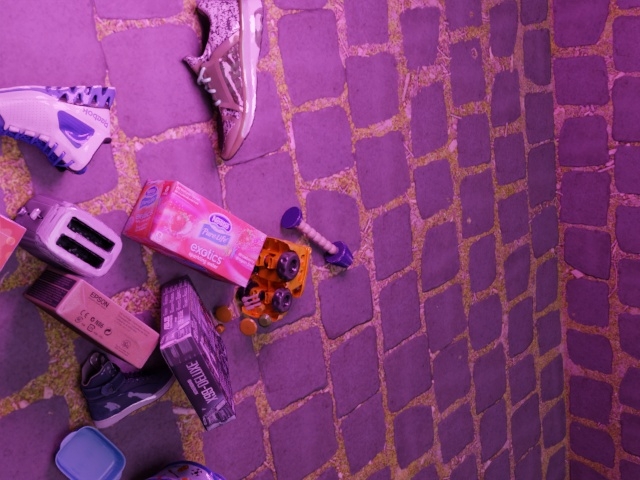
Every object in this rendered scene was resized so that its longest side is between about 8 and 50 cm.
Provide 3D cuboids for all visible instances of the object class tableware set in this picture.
[{"bbox_3d":[-0.209,0.204,1.698,0.024,0.154,0.104,-48,117,-75],"label":"tableware set"}]

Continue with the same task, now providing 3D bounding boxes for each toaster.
[{"bbox_3d":[-0.522,0.001,1.359,0.227,0.146,0.129,43,68,-38],"label":"toaster"}]

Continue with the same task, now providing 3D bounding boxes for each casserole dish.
[{"bbox_3d":[-0.536,0.505,1.497,0.114,0.037,0.188,-49,125,-27],"label":"casserole dish"}]

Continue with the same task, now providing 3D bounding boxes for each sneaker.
[{"bbox_3d":[-0.248,-0.405,1.598,0.182,0.158,0.410,4,96,-12],"label":"sneaker"},{"bbox_3d":[-0.450,0.313,1.514,0.226,0.086,0.163,-31,119,-35],"label":"sneaker"},{"bbox_3d":[-0.552,-0.219,1.312,0.316,0.127,0.182,-15,104,-43],"label":"sneaker"}]

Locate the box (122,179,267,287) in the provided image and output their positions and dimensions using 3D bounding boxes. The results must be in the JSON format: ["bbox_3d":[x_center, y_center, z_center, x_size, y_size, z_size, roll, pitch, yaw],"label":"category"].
[{"bbox_3d":[-0.298,-0.015,1.569,0.300,0.142,0.154,34,72,-41],"label":"box"}]

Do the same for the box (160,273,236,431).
[{"bbox_3d":[-0.289,0.253,1.514,0.077,0.307,0.242,-23,116,-3],"label":"box"}]

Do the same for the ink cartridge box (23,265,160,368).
[{"bbox_3d":[-0.487,0.164,1.383,0.234,0.193,0.088,48,66,-37],"label":"ink cartridge box"}]

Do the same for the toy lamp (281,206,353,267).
[{"bbox_3d":[0.000,0.000,1.896,0.275,0.080,0.080,36,72,-40],"label":"toy lamp"}]

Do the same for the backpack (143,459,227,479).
[{"bbox_3d":[-0.322,0.674,1.577,0.213,0.277,0.263,-35,111,-63],"label":"backpack"}]

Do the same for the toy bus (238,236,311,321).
[{"bbox_3d":[-0.105,0.103,1.785,0.211,0.150,0.220,4,96,-59],"label":"toy bus"}]

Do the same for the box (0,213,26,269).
[{"bbox_3d":[-0.736,0.066,1.153,0.215,0.168,0.345,39,69,-39],"label":"box"}]
